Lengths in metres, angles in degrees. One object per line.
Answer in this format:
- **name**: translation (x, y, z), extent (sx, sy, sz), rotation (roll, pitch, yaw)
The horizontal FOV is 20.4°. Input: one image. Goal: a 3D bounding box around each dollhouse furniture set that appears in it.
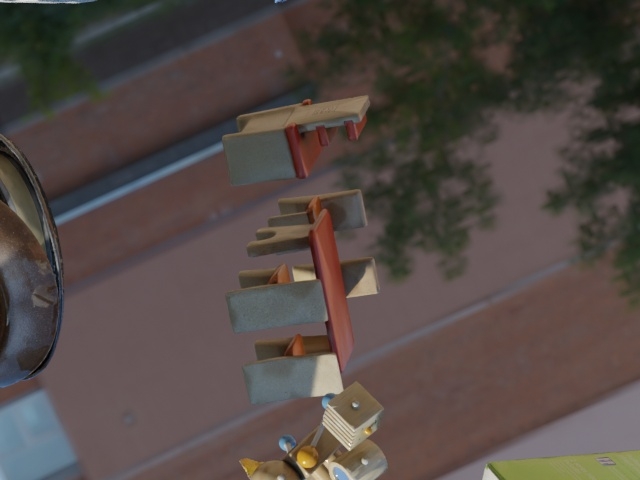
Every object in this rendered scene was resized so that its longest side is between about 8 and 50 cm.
- **dollhouse furniture set**: translation (0.000, 0.000, 1.732), extent (0.135, 0.259, 0.262), rotation (-7, -162, 13)

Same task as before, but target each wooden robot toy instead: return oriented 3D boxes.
- **wooden robot toy**: translation (-0.009, 0.163, 1.208), extent (0.079, 0.076, 0.173), rotation (-34, 171, -30)

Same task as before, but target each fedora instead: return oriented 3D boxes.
- **fedora**: translation (-0.450, 0.029, 2.232), extent (0.152, 0.334, 0.334), rotation (-16, -178, -34)

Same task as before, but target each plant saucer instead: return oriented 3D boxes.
- **plant saucer**: translation (-0.322, 0.045, 1.541), extent (0.198, 0.198, 0.036), rotation (-20, -169, 28)

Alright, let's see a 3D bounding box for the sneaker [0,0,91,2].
- **sneaker**: translation (-0.332, -0.303, 1.895), extent (0.258, 0.091, 0.094), rotation (15, -165, 39)

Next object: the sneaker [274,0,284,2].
- **sneaker**: translation (-0.032, -0.247, 1.611), extent (0.059, 0.053, 0.144), rotation (-51, 164, 15)

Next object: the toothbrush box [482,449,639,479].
- **toothbrush box**: translation (0.278, 0.312, 1.652), extent (0.283, 0.206, 0.122), rotation (-1, -156, -26)

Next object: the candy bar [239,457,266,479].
- **candy bar**: translation (-0.001, 0.199, 1.390), extent (0.018, 0.040, 0.161), rotation (-50, 139, 13)
